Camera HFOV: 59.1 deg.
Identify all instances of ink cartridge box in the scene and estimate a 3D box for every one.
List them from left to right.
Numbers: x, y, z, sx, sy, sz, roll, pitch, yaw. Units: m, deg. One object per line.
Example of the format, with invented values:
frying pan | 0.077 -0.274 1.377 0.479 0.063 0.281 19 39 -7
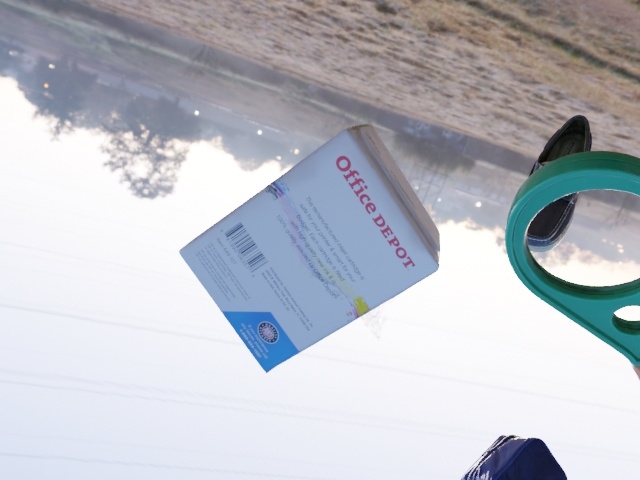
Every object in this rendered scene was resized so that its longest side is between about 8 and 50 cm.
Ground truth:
ink cartridge box | 0.000 0.000 0.657 0.171 0.232 0.168 56 -162 -5

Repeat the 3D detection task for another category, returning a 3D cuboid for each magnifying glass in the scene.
magnifying glass | 0.184 0.048 0.326 0.231 0.092 0.026 54 -141 -20

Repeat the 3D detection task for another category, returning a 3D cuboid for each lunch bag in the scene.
lunch bag | 0.197 0.245 0.580 0.067 0.098 0.065 58 154 1

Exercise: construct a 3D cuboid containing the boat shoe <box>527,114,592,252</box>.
boat shoe | 0.335 -0.088 0.812 0.080 0.224 0.073 17 153 29
